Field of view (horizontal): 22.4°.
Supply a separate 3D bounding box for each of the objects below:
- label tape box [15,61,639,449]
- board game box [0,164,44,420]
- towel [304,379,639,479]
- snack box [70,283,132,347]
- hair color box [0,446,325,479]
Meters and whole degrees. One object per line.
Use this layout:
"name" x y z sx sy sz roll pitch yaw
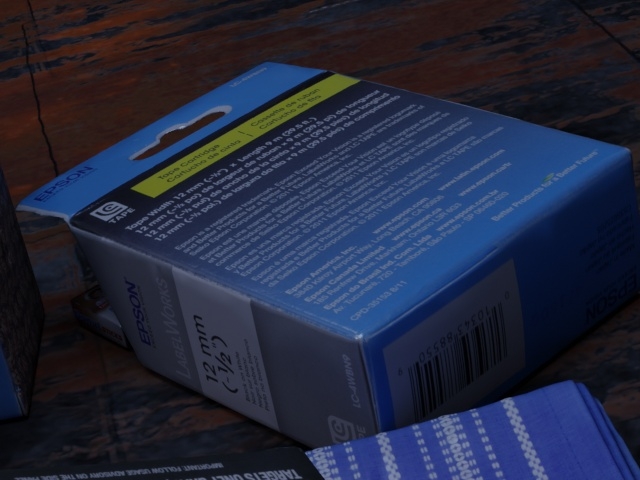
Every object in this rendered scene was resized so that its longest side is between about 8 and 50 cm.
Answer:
"label tape box" 0.000 0.000 1.077 0.249 0.115 0.348 -33 34 -33
"board game box" -0.355 0.011 1.057 0.291 0.232 0.141 -10 28 1
"towel" 0.012 0.181 0.791 0.336 0.040 0.243 -14 36 -4
"snack box" -0.089 0.020 1.163 0.178 0.022 0.064 -31 35 -32
"hair color box" -0.015 0.226 0.561 0.185 0.113 0.374 0 29 -31
